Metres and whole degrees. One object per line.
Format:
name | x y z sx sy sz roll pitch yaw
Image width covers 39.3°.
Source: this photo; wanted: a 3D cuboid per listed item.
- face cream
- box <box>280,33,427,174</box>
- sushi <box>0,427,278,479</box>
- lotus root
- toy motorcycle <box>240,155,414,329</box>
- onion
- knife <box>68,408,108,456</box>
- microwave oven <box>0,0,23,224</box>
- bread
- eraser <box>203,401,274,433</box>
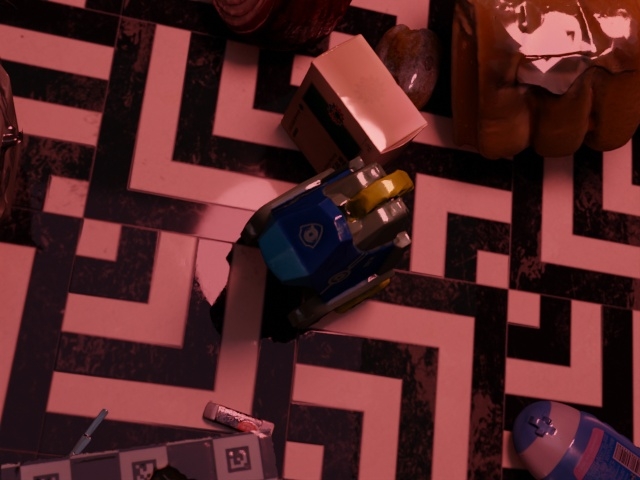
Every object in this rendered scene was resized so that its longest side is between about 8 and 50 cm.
face cream | 0.401 0.340 1.337 0.264 0.083 0.149 37 68 -2
box | 0.044 -0.172 1.323 0.095 0.212 0.168 -36 85 -22
sushi | -0.217 0.439 1.157 0.359 0.064 0.343 -5 72 -15
lotus root | 0.131 -0.262 1.439 0.113 0.088 0.192 16 71 7
toy motorcycle | 0.000 0.000 1.201 0.200 0.326 0.191 -28 83 -18
onion | -0.039 -0.396 1.375 0.206 0.216 0.206 -7 80 -39
knife | -0.316 0.267 1.210 0.014 0.005 0.091 36 69 -1
microwave oven | -0.537 -0.142 1.042 0.375 0.432 0.236 5 74 -13
bread | 0.366 -0.264 1.361 0.342 0.210 0.300 2 116 1
eraser | -0.115 0.254 1.260 0.099 0.019 0.027 22 70 -9
